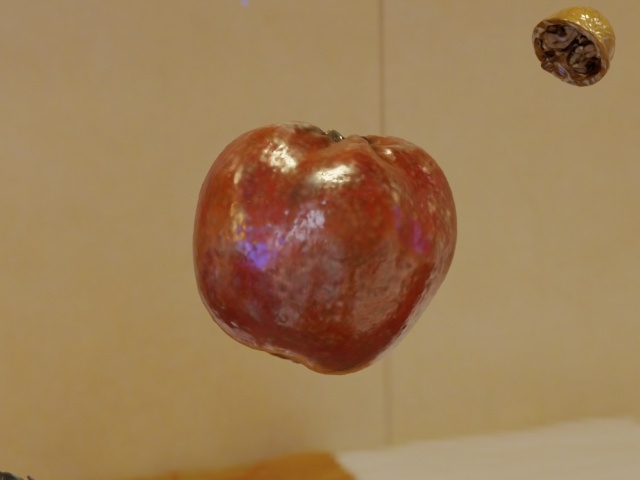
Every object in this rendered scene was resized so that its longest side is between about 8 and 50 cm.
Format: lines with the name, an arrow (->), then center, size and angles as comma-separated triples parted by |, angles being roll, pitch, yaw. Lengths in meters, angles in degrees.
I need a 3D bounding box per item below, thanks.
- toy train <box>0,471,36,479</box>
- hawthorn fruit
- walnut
toy train -> -0.316, 0.287, 1.318 | 0.202, 0.131, 0.299 | -35, 43, 20
hawthorn fruit -> 0.000, 0.000, 1.816 | 0.284, 0.284, 0.284 | -1, 18, 0
walnut -> 0.282, -0.218, 1.861 | 0.052, 0.091, 0.121 | -46, 6, -21
